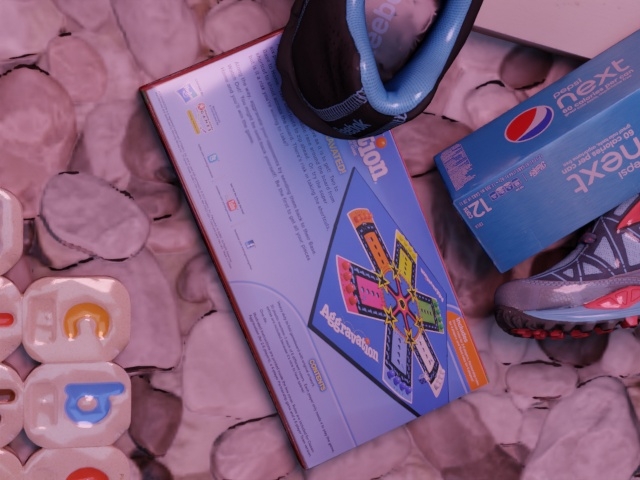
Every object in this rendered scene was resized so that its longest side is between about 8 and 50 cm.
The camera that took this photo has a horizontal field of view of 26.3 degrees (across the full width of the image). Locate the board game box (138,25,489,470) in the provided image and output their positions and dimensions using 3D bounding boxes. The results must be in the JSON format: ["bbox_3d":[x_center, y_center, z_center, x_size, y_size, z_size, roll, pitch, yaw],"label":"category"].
[{"bbox_3d":[0.000,0.000,0.921,0.145,0.027,0.281,-24,103,-8],"label":"board game box"}]

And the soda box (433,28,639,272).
[{"bbox_3d":[0.184,-0.070,0.899,0.210,0.067,0.071,-31,120,11],"label":"soda box"}]

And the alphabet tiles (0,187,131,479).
[{"bbox_3d":[-0.261,0.105,0.874,0.278,0.021,0.284,-1,98,-14],"label":"alphabet tiles"}]

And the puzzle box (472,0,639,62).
[{"bbox_3d":[0.100,-0.276,0.892,0.409,0.052,0.272,14,94,-16],"label":"puzzle box"}]

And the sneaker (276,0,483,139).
[{"bbox_3d":[0.080,-0.217,0.797,0.125,0.139,0.340,16,93,-14],"label":"sneaker"}]

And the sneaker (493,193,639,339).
[{"bbox_3d":[0.227,-0.012,0.954,0.262,0.104,0.125,-19,86,-16],"label":"sneaker"}]
